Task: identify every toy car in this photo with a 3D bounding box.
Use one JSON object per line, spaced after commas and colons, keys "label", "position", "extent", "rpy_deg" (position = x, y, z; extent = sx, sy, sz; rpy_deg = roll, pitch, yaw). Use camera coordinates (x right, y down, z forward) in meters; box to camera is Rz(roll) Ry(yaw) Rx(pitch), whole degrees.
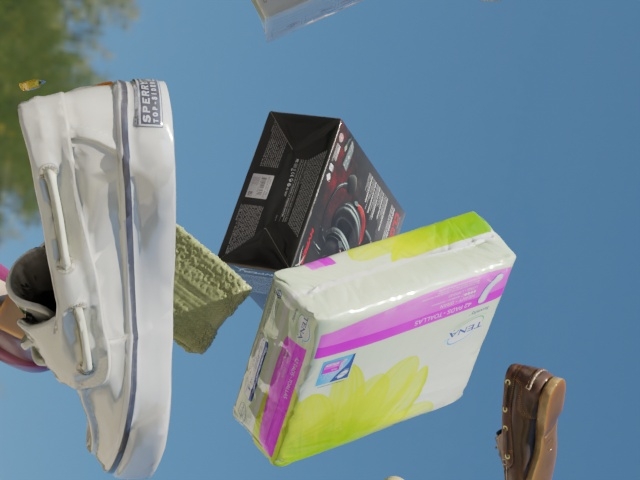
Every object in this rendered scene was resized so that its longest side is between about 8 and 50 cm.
{"label": "toy car", "position": [-0.277, -0.152, 1.916], "extent": [0.040, 0.122, 0.060], "rpy_deg": [-169, -100, -70]}

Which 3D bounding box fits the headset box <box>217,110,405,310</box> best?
{"label": "headset box", "position": [0.000, 0.000, 2.200], "extent": [0.110, 0.293, 0.218], "rpy_deg": [8, -113, 26]}

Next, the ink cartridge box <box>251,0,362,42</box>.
{"label": "ink cartridge box", "position": [0.011, -0.297, 1.942], "extent": [0.232, 0.189, 0.066], "rpy_deg": [-136, -158, -85]}

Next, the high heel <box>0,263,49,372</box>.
{"label": "high heel", "position": [-0.460, 0.039, 1.997], "extent": [0.127, 0.377, 0.181], "rpy_deg": [-54, 177, -17]}

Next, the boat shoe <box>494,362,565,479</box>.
{"label": "boat shoe", "position": [0.250, 0.243, 2.074], "extent": [0.073, 0.073, 0.207], "rpy_deg": [18, -62, 26]}

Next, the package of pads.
{"label": "package of pads", "position": [0.059, 0.110, 1.848], "extent": [0.101, 0.296, 0.229], "rpy_deg": [46, -44, 33]}

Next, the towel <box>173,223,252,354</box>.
{"label": "towel", "position": [-0.157, 0.053, 1.923], "extent": [0.148, 0.027, 0.110], "rpy_deg": [36, -95, 26]}

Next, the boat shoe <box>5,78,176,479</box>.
{"label": "boat shoe", "position": [-0.126, 0.030, 0.918], "extent": [0.267, 0.088, 0.096], "rpy_deg": [98, -14, -45]}

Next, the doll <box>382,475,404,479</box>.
{"label": "doll", "position": [0.125, 0.331, 1.900], "extent": [0.046, 0.189, 0.129], "rpy_deg": [-16, -148, 47]}
